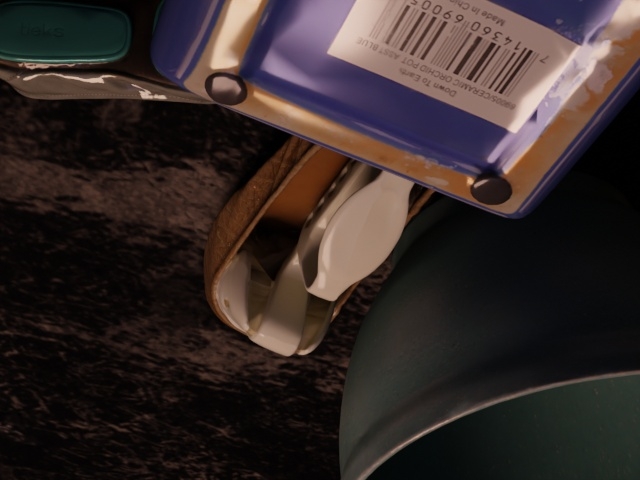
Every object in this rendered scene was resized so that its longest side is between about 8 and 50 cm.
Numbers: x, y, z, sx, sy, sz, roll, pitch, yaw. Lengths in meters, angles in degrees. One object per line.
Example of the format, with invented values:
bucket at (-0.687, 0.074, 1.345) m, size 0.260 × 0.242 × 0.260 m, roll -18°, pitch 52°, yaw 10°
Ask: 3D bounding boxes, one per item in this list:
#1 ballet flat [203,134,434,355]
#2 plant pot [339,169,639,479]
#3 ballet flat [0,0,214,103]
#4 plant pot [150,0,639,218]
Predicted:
ballet flat at (0.000, 0.000, 0.797) m, size 0.116 × 0.124 × 0.342 m, roll 24°, pitch 137°, yaw -17°
plant pot at (0.145, 0.079, 0.779) m, size 0.293 × 0.196 × 0.293 m, roll -5°, pitch 144°, yaw -4°
ballet flat at (-0.105, -0.118, 0.746) m, size 0.213 × 0.072 × 0.068 m, roll 4°, pitch 165°, yaw 8°
plant pot at (0.059, -0.157, 0.549) m, size 0.236 × 0.212 × 0.236 m, roll 21°, pitch 136°, yaw -12°
